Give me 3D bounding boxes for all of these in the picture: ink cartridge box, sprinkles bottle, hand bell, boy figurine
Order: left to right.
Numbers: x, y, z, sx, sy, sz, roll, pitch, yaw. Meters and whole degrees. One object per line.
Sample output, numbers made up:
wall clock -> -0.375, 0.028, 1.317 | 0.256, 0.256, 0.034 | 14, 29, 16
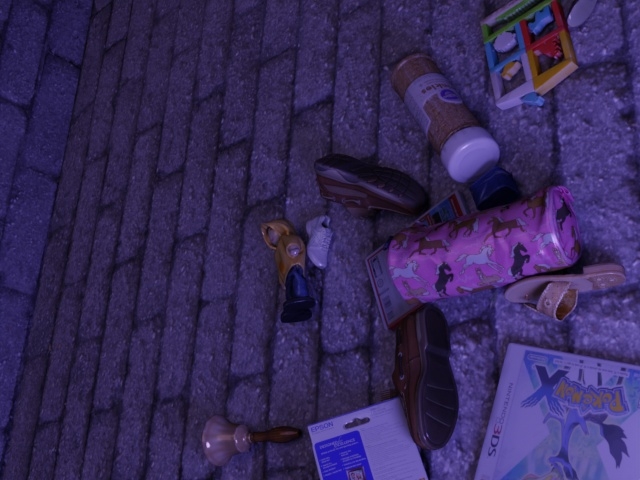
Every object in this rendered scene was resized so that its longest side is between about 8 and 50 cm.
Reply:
hand bell -> -0.149, 0.470, 2.125 | 0.242, 0.126, 0.126 | -11, 62, 30
boy figurine -> -0.080, 0.054, 2.212 | 0.177, 0.092, 0.285 | 107, 152, -55
ink cartridge box -> 0.096, 0.437, 1.784 | 0.206, 0.045, 0.208 | -17, 51, 0
sprinkles bottle -> 0.273, -0.281, 2.004 | 0.121, 0.121, 0.355 | -46, 43, 21

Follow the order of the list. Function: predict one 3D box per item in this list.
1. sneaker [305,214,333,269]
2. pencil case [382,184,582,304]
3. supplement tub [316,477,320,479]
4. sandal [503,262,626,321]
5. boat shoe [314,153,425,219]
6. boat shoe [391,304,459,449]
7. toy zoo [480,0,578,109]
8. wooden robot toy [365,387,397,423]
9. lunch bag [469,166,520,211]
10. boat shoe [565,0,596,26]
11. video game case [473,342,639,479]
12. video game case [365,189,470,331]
sneaker -> 0.000, 0.000, 2.214 | 0.061, 0.053, 0.152 | -30, 50, 31
pencil case -> 0.319, 0.012, 1.751 | 0.386, 0.160, 0.167 | -16, 99, 34
supplement tub -> 0.035, 0.532, 1.864 | 0.198, 0.106, 0.106 | -49, 42, 18
sandal -> 0.445, 0.109, 1.644 | 0.240, 0.088, 0.079 | -18, 54, 35
boat shoe -> 0.116, -0.111, 2.114 | 0.324, 0.123, 0.116 | 27, 125, 42
boat shoe -> 0.206, 0.287, 1.812 | 0.104, 0.110, 0.307 | -30, 41, 40
toy zoo -> 0.453, -0.412, 1.944 | 0.192, 0.030, 0.293 | -29, 52, 35
wooden robot toy -> 0.126, 0.391, 1.857 | 0.076, 0.079, 0.173 | -4, 69, 47
lunch bag -> 0.363, -0.108, 1.858 | 0.098, 0.067, 0.065 | -39, 47, 27
boat shoe -> 0.553, -0.511, 1.870 | 0.137, 0.049, 0.043 | -58, 37, 5
video game case -> 0.435, 0.349, 1.573 | 0.329, 0.036, 0.300 | 5, 75, 48
video game case -> 0.227, 0.046, 1.963 | 0.285, 0.025, 0.204 | -39, 46, 28
